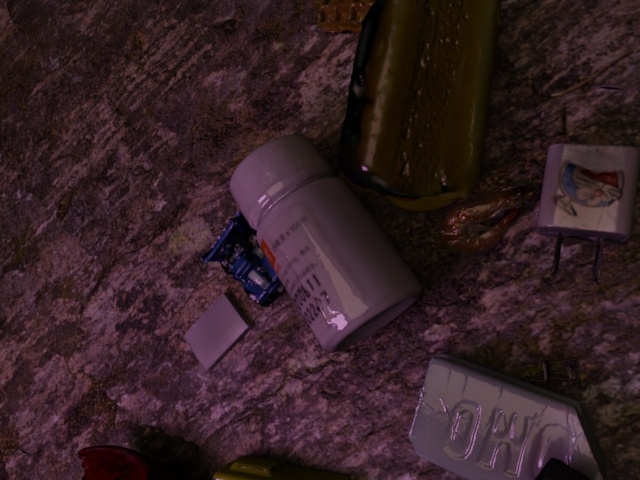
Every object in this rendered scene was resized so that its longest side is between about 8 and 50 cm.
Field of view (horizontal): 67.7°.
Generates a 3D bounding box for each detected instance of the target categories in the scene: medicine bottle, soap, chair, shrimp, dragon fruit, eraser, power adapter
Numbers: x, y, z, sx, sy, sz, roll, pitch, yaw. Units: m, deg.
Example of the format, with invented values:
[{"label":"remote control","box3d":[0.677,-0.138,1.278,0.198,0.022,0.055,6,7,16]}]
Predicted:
[{"label":"medicine bottle","box3d":[0.000,0.000,0.885,0.211,0.211,0.371,-40,69,15]},{"label":"soap","box3d":[0.303,0.314,0.774,0.290,0.095,0.172,17,91,25]},{"label":"chair","box3d":[0.376,0.214,0.782,0.086,0.042,0.037,-7,79,23]},{"label":"shrimp","box3d":[0.302,-0.041,0.852,0.190,0.042,0.101,-32,92,17]},{"label":"dragon fruit","box3d":[-0.333,0.508,0.964,0.344,0.282,0.100,12,64,53]},{"label":"eraser","box3d":[-0.230,0.204,1.066,0.150,0.023,0.104,-46,68,13]},{"label":"power adapter","box3d":[0.413,-0.036,0.751,0.130,0.125,0.204,7,86,24]}]

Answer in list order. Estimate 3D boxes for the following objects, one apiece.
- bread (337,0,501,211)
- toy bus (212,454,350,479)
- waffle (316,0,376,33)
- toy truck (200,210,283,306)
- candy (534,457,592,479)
[{"label":"bread","box3d":[0.164,-0.242,0.840,0.251,0.208,0.376,8,88,-9]},{"label":"toy bus","box3d":[-0.082,0.503,0.906,0.262,0.128,0.149,-1,83,23]},{"label":"waffle","box3d":[0.091,-0.545,0.998,0.161,0.055,0.210,12,88,26]},{"label":"toy truck","box3d":[-0.159,0.035,0.999,0.208,0.126,0.113,41,101,24]},{"label":"candy","box3d":[0.313,0.443,0.697,0.088,0.061,0.312,25,124,23]}]
